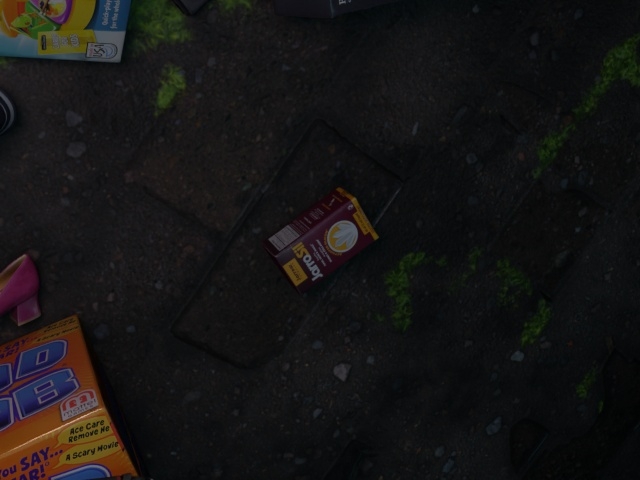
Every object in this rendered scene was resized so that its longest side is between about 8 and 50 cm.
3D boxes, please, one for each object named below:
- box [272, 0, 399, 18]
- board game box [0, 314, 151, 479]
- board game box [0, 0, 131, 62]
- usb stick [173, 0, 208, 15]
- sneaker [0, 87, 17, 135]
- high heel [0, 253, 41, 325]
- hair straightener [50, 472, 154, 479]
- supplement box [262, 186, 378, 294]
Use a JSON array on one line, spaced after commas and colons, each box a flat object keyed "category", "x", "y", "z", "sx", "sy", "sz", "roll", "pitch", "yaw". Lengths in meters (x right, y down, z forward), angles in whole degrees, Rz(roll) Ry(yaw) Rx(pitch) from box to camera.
[{"category": "box", "x": 0.074, "y": -0.555, "z": 1.288, "sx": 0.312, "sy": 0.179, "sz": 0.343, "roll": -20, "pitch": 115, "yaw": -29}, {"category": "board game box", "x": -0.476, "y": 0.402, "z": 1.313, "sx": 0.356, "sy": 0.356, "sz": 0.356, "roll": -24, "pitch": 115, "yaw": -14}, {"category": "board game box", "x": -0.438, "y": -0.369, "z": 1.136, "sx": 0.336, "sy": 0.079, "sz": 0.254, "roll": -2, "pitch": 151, "yaw": -22}, {"category": "usb stick", "x": -0.142, "y": -0.482, "z": 1.325, "sx": 0.278, "sy": 0.045, "sz": 0.077, "roll": -44, "pitch": 118, "yaw": -4}, {"category": "sneaker", "x": -0.600, "y": -0.199, "z": 1.211, "sx": 0.282, "sy": 0.153, "sz": 0.099, "roll": 10, "pitch": 109, "yaw": 5}, {"category": "high heel", "x": -0.563, "y": 0.110, "z": 1.299, "sx": 0.244, "sy": 0.082, "sz": 0.117, "roll": -22, "pitch": 125, "yaw": -37}, {"category": "hair straightener", "x": -0.346, "y": 0.373, "z": 1.137, "sx": 0.230, "sy": 0.047, "sz": 0.089, "roll": -4, "pitch": 108, "yaw": -26}, {"category": "supplement box", "x": 0.000, "y": 0.000, "z": 1.533, "sx": 0.188, "sy": 0.081, "sz": 0.104, "roll": -37, "pitch": 118, "yaw": -7}]
